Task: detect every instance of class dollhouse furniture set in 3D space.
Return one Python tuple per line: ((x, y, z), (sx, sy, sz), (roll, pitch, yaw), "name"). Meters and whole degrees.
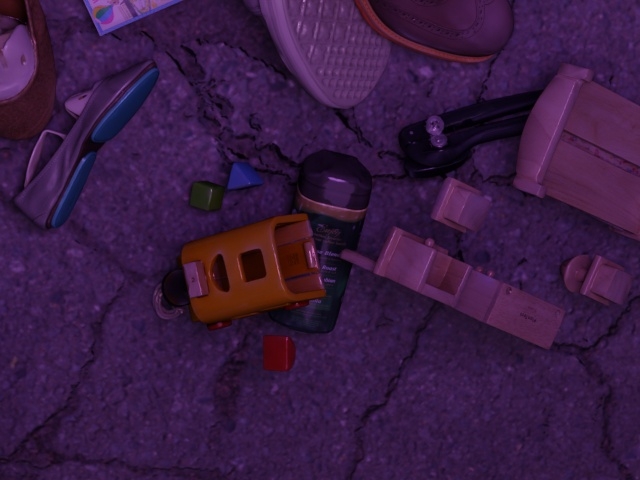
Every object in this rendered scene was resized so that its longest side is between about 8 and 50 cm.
((0.211, -0.091, 1.905), (0.303, 0.174, 0.355), (22, 91, -40), "dollhouse furniture set")

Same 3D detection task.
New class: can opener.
((0.171, -0.123, 1.935), (0.186, 0.073, 0.059), (-22, 76, -4), "can opener")

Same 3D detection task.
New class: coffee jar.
((0.000, 0.000, 1.927), (0.079, 0.096, 0.184), (12, 110, -5), "coffee jar")

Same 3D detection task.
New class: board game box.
((-0.205, -0.295, 1.810), (0.103, 0.026, 0.154), (-23, 114, 0), "board game box")

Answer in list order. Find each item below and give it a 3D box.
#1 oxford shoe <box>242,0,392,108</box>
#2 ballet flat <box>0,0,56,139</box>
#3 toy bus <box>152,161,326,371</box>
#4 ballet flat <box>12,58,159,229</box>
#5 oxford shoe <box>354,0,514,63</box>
((-0.054, -0.323, 1.778), (0.169, 0.130, 0.449), (-51, 129, -27), "oxford shoe")
((-0.327, -0.243, 1.758), (0.116, 0.124, 0.342), (-5, 113, -4), "ballet flat")
((-0.098, 0.036, 1.869), (0.191, 0.104, 0.202), (34, 108, 24), "toy bus")
((-0.248, -0.110, 1.861), (0.068, 0.072, 0.213), (36, 101, 10), "ballet flat")
((0.099, -0.274, 1.759), (0.364, 0.133, 0.130), (34, 75, -45), "oxford shoe")
